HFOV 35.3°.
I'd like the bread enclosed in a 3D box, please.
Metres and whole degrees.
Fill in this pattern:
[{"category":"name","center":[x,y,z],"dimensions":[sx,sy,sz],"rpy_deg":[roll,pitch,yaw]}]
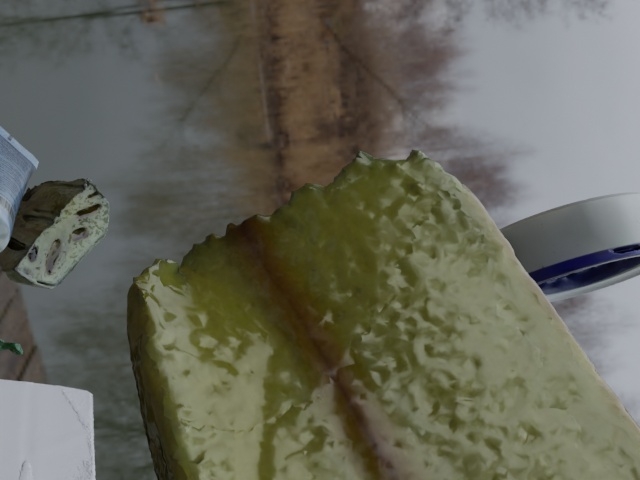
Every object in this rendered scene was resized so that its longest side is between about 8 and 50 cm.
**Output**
[{"category":"bread","center":[0.059,0.138,0.449],"dimensions":[0.362,0.233,0.245],"rpy_deg":[69,-19,-4]}]

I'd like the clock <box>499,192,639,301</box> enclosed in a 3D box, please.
[{"category":"clock","center":[0.294,0.016,1.182],"dimensions":[0.230,0.230,0.083],"rpy_deg":[76,0,-79]}]

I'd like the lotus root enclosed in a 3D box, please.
[{"category":"lotus root","center":[-0.322,-0.008,1.185],"dimensions":[0.144,0.143,0.070],"rpy_deg":[17,-29,50]}]

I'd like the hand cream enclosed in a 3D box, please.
[{"category":"hand cream","center":[-0.350,-0.057,1.081],"dimensions":[0.091,0.058,0.271],"rpy_deg":[43,15,-27]}]

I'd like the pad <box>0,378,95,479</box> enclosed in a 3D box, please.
[{"category":"pad","center":[-0.304,0.223,1.011],"dimensions":[0.232,0.156,0.004],"rpy_deg":[-108,-145,-52]}]

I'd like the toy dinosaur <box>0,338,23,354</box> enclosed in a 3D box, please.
[{"category":"toy dinosaur","center":[-0.419,0.126,1.220],"dimensions":[0.119,0.060,0.029],"rpy_deg":[34,39,-56]}]
